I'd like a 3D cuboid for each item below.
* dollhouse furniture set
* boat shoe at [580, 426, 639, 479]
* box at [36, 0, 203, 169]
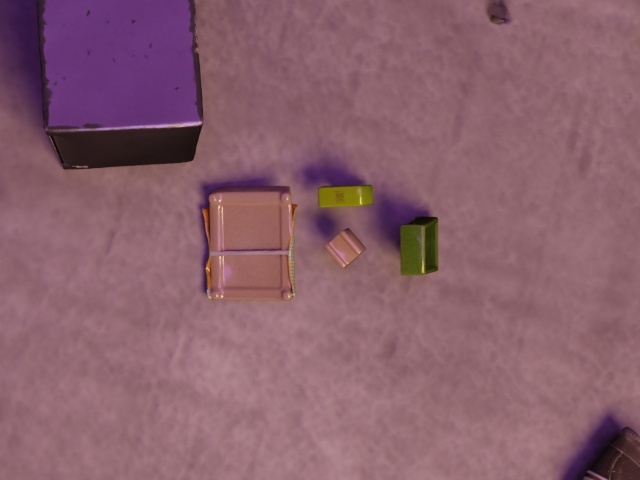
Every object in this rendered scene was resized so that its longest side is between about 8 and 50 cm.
[{"bbox_3d":[0.000,0.000,0.889,0.152,0.058,0.076,-1,93,13],"label":"dollhouse furniture set"},{"bbox_3d":[0.273,0.208,0.875,0.219,0.078,0.070,37,84,-1],"label":"boat shoe"},{"bbox_3d":[-0.124,-0.133,0.818,0.093,0.156,0.158,-3,86,-8],"label":"box"}]
